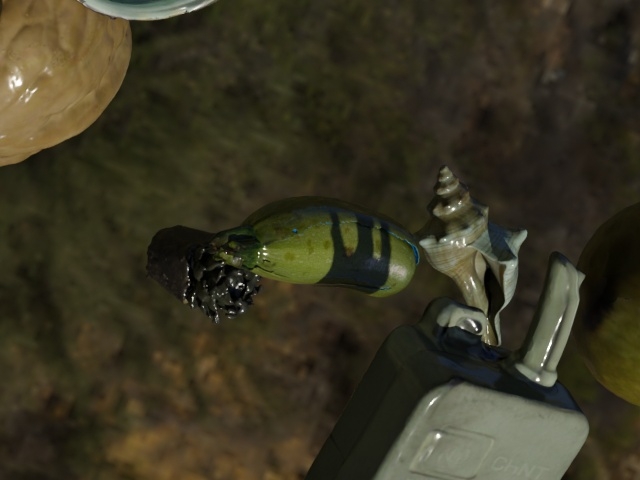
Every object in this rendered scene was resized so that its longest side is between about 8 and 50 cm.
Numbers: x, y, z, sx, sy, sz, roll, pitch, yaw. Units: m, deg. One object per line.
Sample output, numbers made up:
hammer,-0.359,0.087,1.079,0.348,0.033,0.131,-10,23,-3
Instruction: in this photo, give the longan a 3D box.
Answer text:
longan,0.253,0.040,1.316,0.155,0.176,0.145,-34,-106,50

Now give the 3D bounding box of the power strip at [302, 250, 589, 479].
power strip,0.033,0.128,0.834,0.288,0.093,0.053,-61,-146,20

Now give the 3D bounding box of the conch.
conch,0.201,0.010,2.365,0.114,0.234,0.137,-48,-166,-31

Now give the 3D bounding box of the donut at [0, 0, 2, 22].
donut,-0.311,-0.048,1.146,0.449,0.198,0.449,-172,-90,-86

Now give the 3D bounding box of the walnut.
walnut,-0.278,-0.186,1.690,0.225,0.225,0.261,121,-14,-54

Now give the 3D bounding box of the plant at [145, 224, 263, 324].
plant,-0.126,0.036,2.108,0.092,0.143,0.094,-6,109,-47

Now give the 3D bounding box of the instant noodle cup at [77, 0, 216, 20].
instant noodle cup,-0.144,-0.262,1.314,0.182,0.230,0.230,42,-67,51

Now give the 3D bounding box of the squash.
squash,0.000,0.000,1.899,0.341,0.094,0.094,8,108,-55
